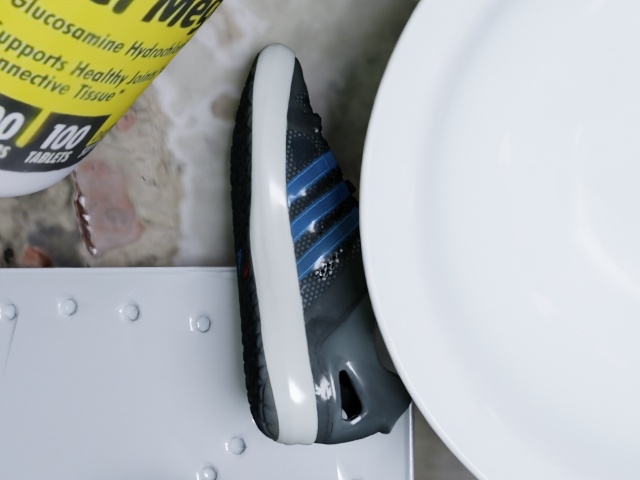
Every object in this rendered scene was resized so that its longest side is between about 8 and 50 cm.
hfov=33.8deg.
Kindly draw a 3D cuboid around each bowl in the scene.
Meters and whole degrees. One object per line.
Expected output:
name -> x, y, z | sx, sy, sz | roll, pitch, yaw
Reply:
bowl -> 0.174, -0.019, 0.448 | 0.297, 0.134, 0.298 | 3, 102, 16

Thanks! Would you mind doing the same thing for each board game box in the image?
board game box -> -0.134, 0.211, 0.603 | 0.389, 0.050, 0.390 | -1, 88, 16

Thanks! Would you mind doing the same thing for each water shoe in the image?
water shoe -> 0.000, 0.000, 0.524 | 0.080, 0.073, 0.203 | 0, 73, -14

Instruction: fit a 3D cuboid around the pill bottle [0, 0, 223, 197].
pill bottle -> -0.089, -0.188, 0.437 | 0.188, 0.188, 0.334 | 45, 115, -4
